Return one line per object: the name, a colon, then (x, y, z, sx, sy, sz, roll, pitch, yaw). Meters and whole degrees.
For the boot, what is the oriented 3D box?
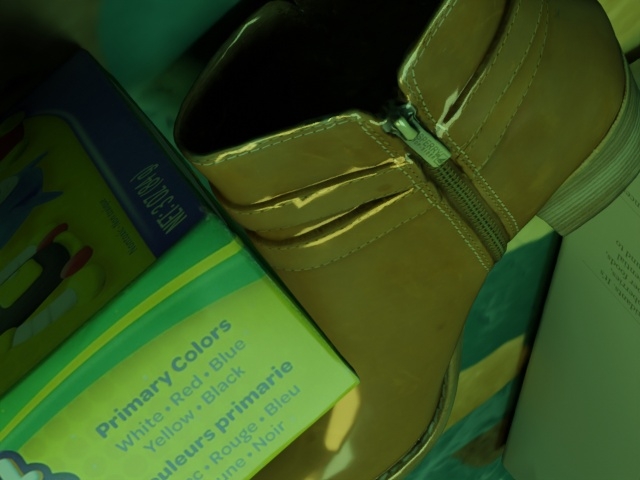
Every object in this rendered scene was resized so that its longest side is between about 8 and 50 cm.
boot: (0.000, 0.000, 0.535, 0.197, 0.073, 0.152, -50, 152, 6)

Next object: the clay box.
clay box: (-0.107, 0.062, 0.404, 0.222, 0.127, 0.053, -40, 116, -1)

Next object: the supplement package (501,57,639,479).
supplement package: (0.206, 0.041, 0.764, 0.175, 0.177, 0.293, -32, 155, -21)
